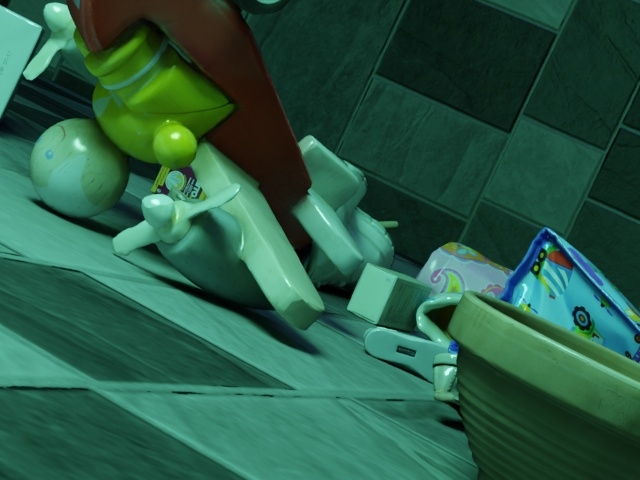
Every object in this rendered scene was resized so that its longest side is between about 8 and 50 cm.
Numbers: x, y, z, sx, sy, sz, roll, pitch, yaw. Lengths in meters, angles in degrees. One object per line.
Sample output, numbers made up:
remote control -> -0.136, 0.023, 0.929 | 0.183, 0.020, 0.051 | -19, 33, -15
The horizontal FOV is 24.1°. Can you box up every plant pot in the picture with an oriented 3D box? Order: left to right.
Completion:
plant pot -> 0.175, 0.129, 0.931 | 0.237, 0.110, 0.237 | 24, 3, -1

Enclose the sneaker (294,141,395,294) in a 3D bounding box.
sneaker -> 0.000, 0.000, 1.741 | 0.111, 0.129, 0.297 | 25, -16, 26

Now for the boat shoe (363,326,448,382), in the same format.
boat shoe -> 0.085, 0.102, 1.352 | 0.100, 0.035, 0.035 | 18, 7, -7

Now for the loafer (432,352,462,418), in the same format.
loafer -> 0.120, 0.131, 1.167 | 0.045, 0.039, 0.125 | -4, -32, 35

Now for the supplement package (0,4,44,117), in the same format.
supplement package -> -0.421, -0.224, 1.805 | 0.133, 0.139, 0.244 | 26, 2, -12

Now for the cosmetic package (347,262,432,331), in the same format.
cosmetic package -> 0.078, 0.065, 1.675 | 0.041, 0.060, 0.115 | 26, 2, 25

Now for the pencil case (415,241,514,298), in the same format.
pencil case -> 0.249, 0.107, 1.844 | 0.284, 0.124, 0.124 | 28, 4, 22

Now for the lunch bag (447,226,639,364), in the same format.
lunch bag -> 0.282, 0.151, 1.240 | 0.293, 0.138, 0.221 | 39, -1, 33

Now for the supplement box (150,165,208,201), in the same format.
supplement box -> -0.172, -0.070, 1.970 | 0.083, 0.055, 0.043 | 26, 5, 20

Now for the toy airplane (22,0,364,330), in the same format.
toy airplane -> -0.120, -0.090, 1.321 | 0.384, 0.272, 0.386 | 63, -7, 0

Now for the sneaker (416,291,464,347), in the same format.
sneaker -> 0.209, 0.120, 1.656 | 0.228, 0.087, 0.092 | 19, 6, 35

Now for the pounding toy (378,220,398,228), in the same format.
pounding toy -> 0.021, -0.006, 1.991 | 0.141, 0.100, 0.130 | 25, 4, 1

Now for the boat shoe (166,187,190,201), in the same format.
boat shoe -> -0.107, -0.008, 1.579 | 0.137, 0.043, 0.049 | 27, 1, 0
